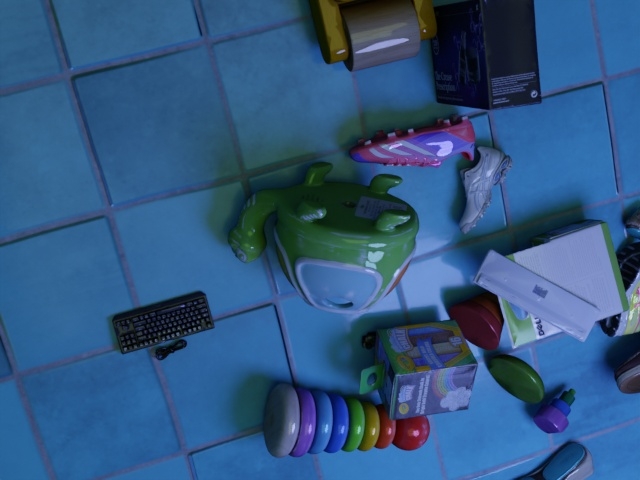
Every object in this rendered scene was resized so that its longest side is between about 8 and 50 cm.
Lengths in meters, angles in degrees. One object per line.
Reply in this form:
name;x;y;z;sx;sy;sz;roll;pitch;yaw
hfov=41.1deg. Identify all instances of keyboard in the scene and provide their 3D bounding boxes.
keyboard;0.419;0.107;1.647;0.256;0.014;0.072;28;84;-7
keyboard;-0.292;0.171;1.615;0.180;0.023;0.108;-15;105;-8

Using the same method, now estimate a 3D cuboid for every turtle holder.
turtle holder;0.012;0.009;1.536;0.320;0.243;0.227;-4;120;-20

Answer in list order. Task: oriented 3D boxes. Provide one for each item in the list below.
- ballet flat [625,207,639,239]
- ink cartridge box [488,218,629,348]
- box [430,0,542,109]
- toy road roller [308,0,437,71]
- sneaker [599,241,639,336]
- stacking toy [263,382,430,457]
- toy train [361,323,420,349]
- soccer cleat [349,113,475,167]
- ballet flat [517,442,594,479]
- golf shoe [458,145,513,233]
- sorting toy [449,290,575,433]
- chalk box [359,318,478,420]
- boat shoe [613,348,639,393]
ballet flat;0.723;-0.004;1.773;0.206;0.073;0.067;32;79;-20
ink cartridge box;0.460;0.083;1.706;0.255;0.097;0.189;-17;96;-7
box;0.283;-0.332;1.507;0.103;0.261;0.184;-8;103;-10
toy road roller;0.089;-0.462;1.449;0.202;0.240;0.330;-16;104;-8
sneaker;0.654;0.102;1.779;0.094;0.081;0.209;7;107;-20
stacking toy;0.061;0.365;1.686;0.330;0.141;0.141;9;100;-20
toy train;0.159;0.191;1.714;0.158;0.027;0.036;-6;93;-11
soccer cleat;0.178;-0.171;1.614;0.248;0.083;0.095;-15;105;-12
ballet flat;0.482;0.533;1.831;0.248;0.086;0.086;-32;106;-5
golf shoe;0.302;-0.102;1.673;0.086;0.069;0.176;28;92;4
sorting toy;0.416;0.230;1.749;0.126;0.127;0.365;-45;106;-24
chalk box;0.176;0.252;1.657;0.213;0.132;0.132;-5;128;-11
boat shoe;0.747;0.201;1.802;0.342;0.123;0.123;-30;142;-7
